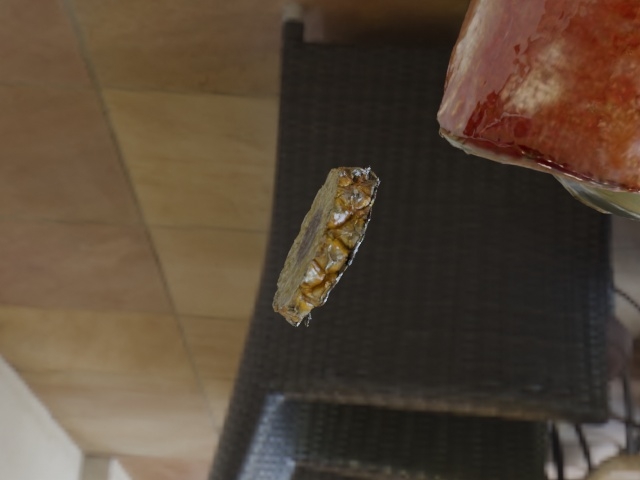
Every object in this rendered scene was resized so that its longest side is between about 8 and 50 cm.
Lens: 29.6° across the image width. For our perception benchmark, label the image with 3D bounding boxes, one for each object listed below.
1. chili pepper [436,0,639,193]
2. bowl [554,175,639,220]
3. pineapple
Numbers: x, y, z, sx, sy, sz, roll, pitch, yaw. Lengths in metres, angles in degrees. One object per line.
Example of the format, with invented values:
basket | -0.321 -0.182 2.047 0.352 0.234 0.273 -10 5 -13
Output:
chili pepper | 0.248 -0.183 0.917 0.251 0.305 0.229 24 -166 7
bowl | 0.371 -0.166 1.138 0.354 0.353 0.185 6 -166 -7
pineapple | 0.000 0.000 1.362 0.047 0.221 0.221 27 153 -10
